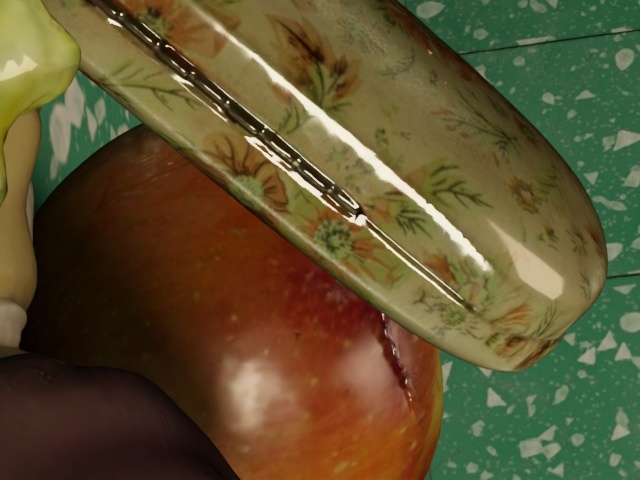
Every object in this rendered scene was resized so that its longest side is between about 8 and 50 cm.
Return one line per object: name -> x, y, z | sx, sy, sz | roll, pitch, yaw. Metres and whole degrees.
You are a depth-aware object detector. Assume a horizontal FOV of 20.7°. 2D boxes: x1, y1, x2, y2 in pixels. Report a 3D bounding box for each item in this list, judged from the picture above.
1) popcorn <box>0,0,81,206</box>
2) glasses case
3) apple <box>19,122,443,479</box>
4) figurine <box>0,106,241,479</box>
popcorn -> -0.162, -0.087, 0.453 | 0.185, 0.167, 0.187 | 21, 71, -52
glasses case -> -0.050, -0.103, 0.750 | 0.425, 0.098, 0.156 | 39, 21, -6
apple -> -0.048, 0.055, 0.917 | 0.251, 0.206, 0.272 | 79, -5, -46
figurine -> -0.146, 0.062, 0.590 | 0.365, 0.206, 0.218 | 63, 6, 16
